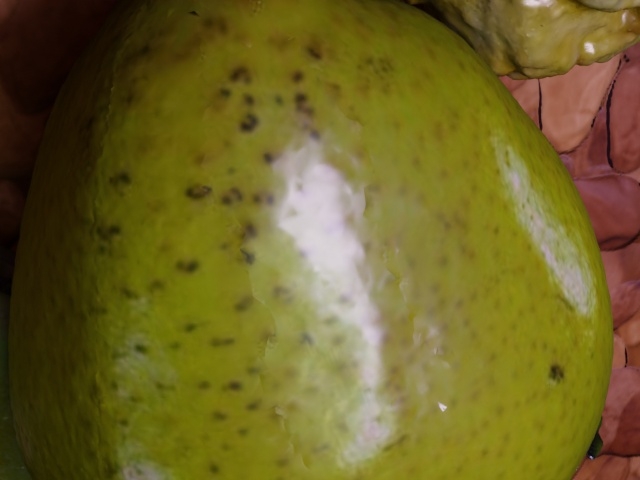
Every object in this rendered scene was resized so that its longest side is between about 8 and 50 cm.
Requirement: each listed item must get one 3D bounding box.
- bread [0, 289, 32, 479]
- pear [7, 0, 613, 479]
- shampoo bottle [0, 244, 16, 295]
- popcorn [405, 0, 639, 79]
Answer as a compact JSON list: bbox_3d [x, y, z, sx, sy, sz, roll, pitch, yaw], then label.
[{"bbox_3d":[-0.271,0.128,0.666,0.301,0.045,0.301,-7,130,-8],"label":"bread"},{"bbox_3d":[0.000,0.000,0.604,0.342,0.238,0.318,-38,125,-26],"label":"pear"},{"bbox_3d":[-0.155,0.056,0.707,0.214,0.072,0.072,32,98,-33],"label":"shampoo bottle"},{"bbox_3d":[0.130,-0.182,0.672,0.197,0.155,0.198,-6,122,-10],"label":"popcorn"}]
